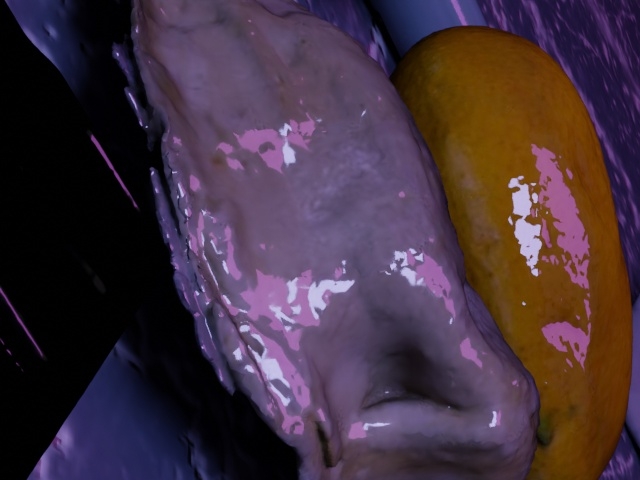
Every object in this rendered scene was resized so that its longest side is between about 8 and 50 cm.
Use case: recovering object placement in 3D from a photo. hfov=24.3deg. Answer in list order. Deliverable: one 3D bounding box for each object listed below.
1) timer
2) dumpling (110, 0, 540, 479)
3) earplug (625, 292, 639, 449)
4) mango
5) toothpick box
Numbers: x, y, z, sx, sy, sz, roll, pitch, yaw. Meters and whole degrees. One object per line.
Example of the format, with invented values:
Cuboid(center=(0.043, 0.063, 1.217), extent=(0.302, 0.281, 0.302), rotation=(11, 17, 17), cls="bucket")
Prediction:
Cuboid(center=(-0.110, -0.036, 0.360), extent=(0.187, 0.055, 0.144), rotation=(61, 26, -19), cls="timer")
Cuboid(center=(0.004, -0.002, 0.503), extent=(0.166, 0.086, 0.332), rotation=(-13, 79, -86), cls="dumpling")
Cuboid(center=(0.316, 0.076, 1.062), extent=(0.172, 0.172, 0.301), rotation=(71, 19, 3), cls="earplug")
Cuboid(center=(0.081, 0.007, 0.670), extent=(0.147, 0.109, 0.227), rotation=(75, 4, -68), cls="mango")
Cuboid(center=(0.054, -0.127, 0.780), extent=(0.083, 0.052, 0.052), rotation=(61, 25, -21), cls="toothpick box")
